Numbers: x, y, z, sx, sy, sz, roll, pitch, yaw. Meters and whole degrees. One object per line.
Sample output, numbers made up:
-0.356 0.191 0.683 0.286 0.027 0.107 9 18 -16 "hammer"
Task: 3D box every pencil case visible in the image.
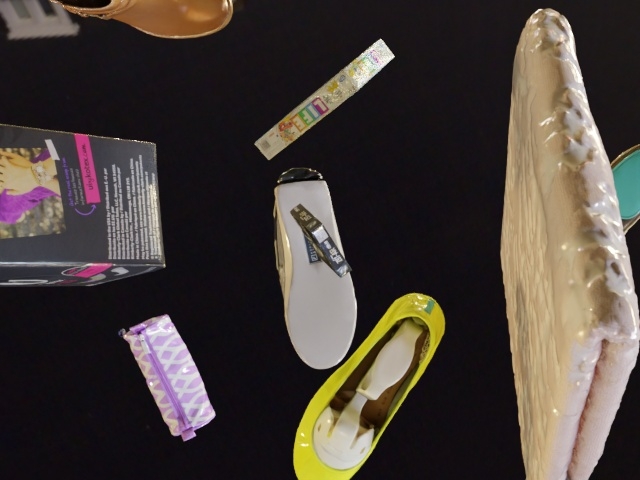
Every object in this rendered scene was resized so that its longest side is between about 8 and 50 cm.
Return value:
-0.249 0.221 1.261 0.086 0.088 0.206 -28 -89 -3 "pencil case"

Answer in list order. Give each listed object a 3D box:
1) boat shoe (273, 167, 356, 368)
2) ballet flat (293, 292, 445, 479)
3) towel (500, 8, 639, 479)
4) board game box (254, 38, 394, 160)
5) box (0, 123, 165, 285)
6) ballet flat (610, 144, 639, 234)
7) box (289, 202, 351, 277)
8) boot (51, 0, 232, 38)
-0.013 0.049 1.351 0.127 0.158 0.341 -5 -92 -4 "boat shoe"
0.041 0.151 0.727 0.077 0.077 0.231 33 -82 2 "ballet flat"
0.197 0.029 0.648 0.053 0.317 0.332 -2 -132 8 "towel"
0.004 -0.158 0.861 0.154 0.026 0.103 -32 -168 41 "board game box"
-0.321 -0.029 0.792 0.165 0.270 0.143 -14 -102 46 "box"
0.363 -0.030 0.972 0.073 0.067 0.206 32 -79 7 "ballet flat"
0.000 0.000 0.939 0.018 0.083 0.067 -37 -145 -7 "box"
-0.182 -0.231 0.721 0.197 0.073 0.152 8 -164 -8 "boot"
